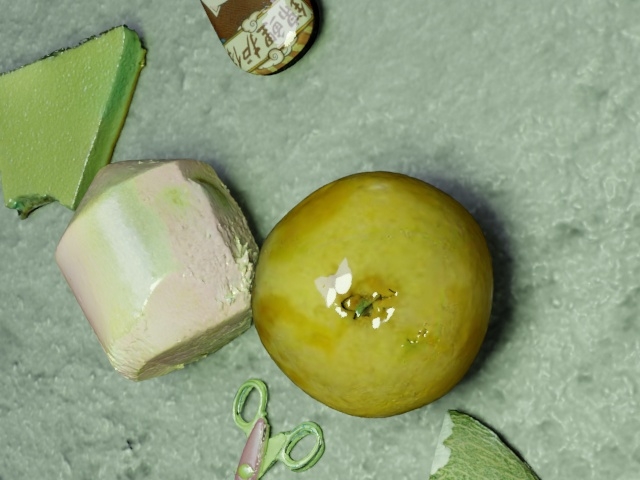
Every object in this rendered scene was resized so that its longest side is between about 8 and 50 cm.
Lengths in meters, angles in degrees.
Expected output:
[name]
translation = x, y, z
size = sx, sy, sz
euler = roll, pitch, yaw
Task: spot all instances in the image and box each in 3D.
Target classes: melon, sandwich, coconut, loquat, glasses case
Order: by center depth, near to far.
[melon]
translation = 0.157, 0.280, 1.659
size = 0.202, 0.139, 0.093
euler = 49, 133, 25
[loquat]
translation = 0.059, 0.057, 1.677
size = 0.263, 0.263, 0.263
euler = -4, 82, 33
[coconut]
translation = -0.190, 0.016, 1.858
size = 0.233, 0.233, 0.245
euler = -33, 75, 26
[glasses case]
translation = -0.100, -0.345, 1.910
size = 0.122, 0.082, 0.321
euler = -34, 68, 24
[sandwich]
translation = -0.315, -0.140, 2.046
size = 0.245, 0.063, 0.212
euler = -16, 79, 31

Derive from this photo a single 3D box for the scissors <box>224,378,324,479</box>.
[scissors]
translation = -0.081, 0.269, 1.865
size = 0.133, 0.020, 0.187
euler = 37, 103, 26
